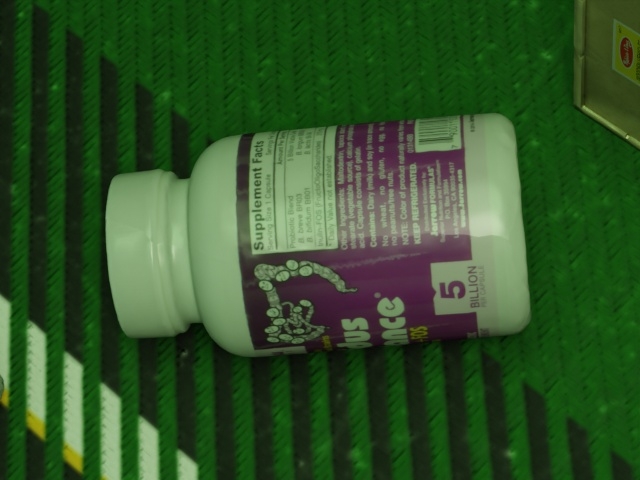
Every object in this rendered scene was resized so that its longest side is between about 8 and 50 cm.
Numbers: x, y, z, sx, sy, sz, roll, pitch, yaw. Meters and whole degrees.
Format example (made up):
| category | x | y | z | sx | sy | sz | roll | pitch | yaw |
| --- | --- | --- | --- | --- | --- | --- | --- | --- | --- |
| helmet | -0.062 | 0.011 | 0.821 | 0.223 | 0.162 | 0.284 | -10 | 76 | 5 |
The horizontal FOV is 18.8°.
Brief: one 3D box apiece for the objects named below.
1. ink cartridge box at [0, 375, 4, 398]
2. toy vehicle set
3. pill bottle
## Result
| category | x | y | z | sx | sy | sz | roll | pitch | yaw |
| --- | --- | --- | --- | --- | --- | --- | --- | --- | --- |
| ink cartridge box | -0.475 | 0.169 | 1.424 | 0.395 | 0.166 | 0.285 | 10 | 67 | 12 |
| toy vehicle set | 0.261 | -0.127 | 1.405 | 0.166 | 0.267 | 0.035 | 36 | 75 | 19 |
| pill bottle | 0.000 | 0.000 | 1.436 | 0.301 | 0.169 | 0.169 | -5 | 65 | 6 |
